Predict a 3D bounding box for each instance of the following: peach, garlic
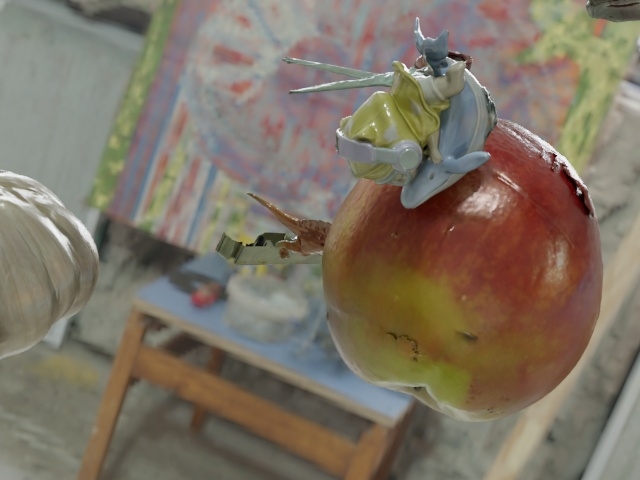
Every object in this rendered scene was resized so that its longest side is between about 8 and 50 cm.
[{"bbox_3d":[0.183,0.033,1.950,0.370,0.370,0.370,17,22,-7],"label":"peach"},{"bbox_3d":[-0.317,0.018,1.437,0.228,0.152,0.228,0,35,0],"label":"garlic"}]

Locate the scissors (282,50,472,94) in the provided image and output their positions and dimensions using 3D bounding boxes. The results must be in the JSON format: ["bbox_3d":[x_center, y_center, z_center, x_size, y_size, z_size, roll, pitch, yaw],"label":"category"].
[{"bbox_3d":[0.078,-0.201,2.003,0.248,0.017,0.144,1,36,-9],"label":"scissors"}]

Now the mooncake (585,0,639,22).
[{"bbox_3d":[0.272,-0.224,1.235,0.125,0.130,0.073,-9,57,-9],"label":"mooncake"}]

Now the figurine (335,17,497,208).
[{"bbox_3d":[0.107,-0.137,1.768,0.184,0.208,0.128,-4,16,-17],"label":"figurine"}]

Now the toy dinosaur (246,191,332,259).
[{"bbox_3d":[0.001,0.001,2.185,0.212,0.057,0.142,33,-22,-22],"label":"toy dinosaur"}]

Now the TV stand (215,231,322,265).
[{"bbox_3d":[-0.048,0.011,2.366,0.249,0.036,0.042,0,33,-47],"label":"TV stand"}]
